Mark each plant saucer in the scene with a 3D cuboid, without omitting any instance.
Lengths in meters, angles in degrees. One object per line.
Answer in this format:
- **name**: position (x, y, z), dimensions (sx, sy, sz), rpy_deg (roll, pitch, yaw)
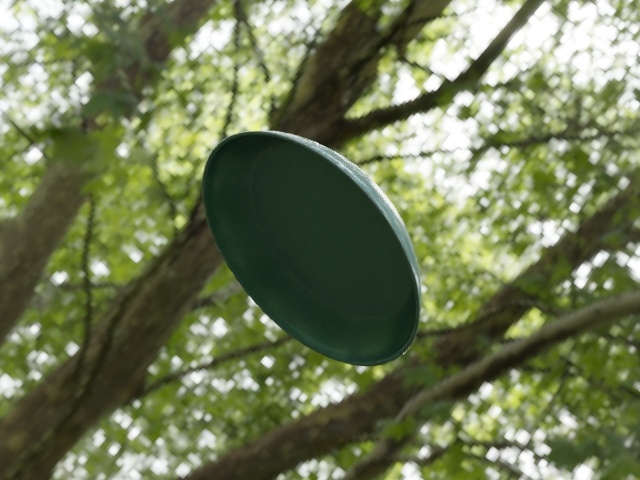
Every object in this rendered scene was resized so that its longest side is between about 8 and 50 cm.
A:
- **plant saucer**: position (0.000, 0.000, 0.618), dimensions (0.119, 0.021, 0.119), rpy_deg (29, -40, 27)
